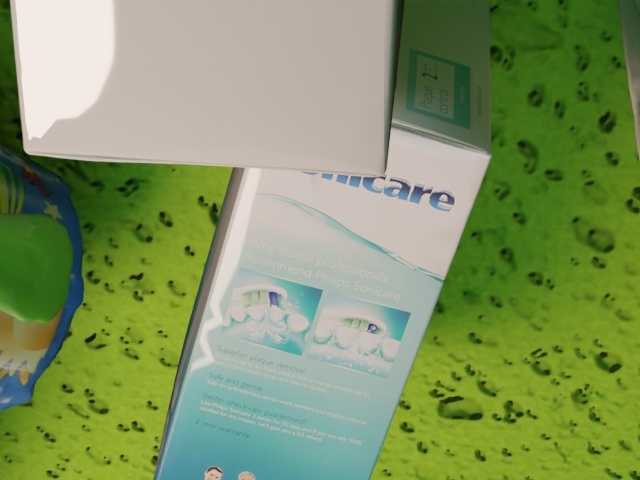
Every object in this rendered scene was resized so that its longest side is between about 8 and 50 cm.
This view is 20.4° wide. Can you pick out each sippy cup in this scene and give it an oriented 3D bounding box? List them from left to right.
[{"bbox_3d":[-0.273,0.008,1.064,0.224,0.305,0.240,18,115,-42],"label":"sippy cup"}]

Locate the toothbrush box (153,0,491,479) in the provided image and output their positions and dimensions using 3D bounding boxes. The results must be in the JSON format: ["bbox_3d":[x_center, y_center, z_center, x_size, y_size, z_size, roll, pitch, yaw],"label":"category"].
[{"bbox_3d":[0.000,0.000,1.049,0.126,0.216,0.296,14,122,-4],"label":"toothbrush box"}]

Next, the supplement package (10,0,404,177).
[{"bbox_3d":[-0.044,-0.199,0.800,0.175,0.177,0.293,4,126,3],"label":"supplement package"}]

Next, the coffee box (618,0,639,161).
[{"bbox_3d":[0.370,0.020,0.949,0.334,0.338,0.338,-16,120,15],"label":"coffee box"}]
